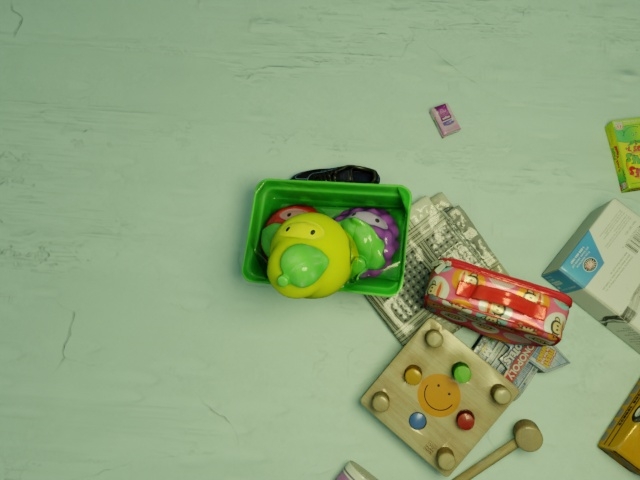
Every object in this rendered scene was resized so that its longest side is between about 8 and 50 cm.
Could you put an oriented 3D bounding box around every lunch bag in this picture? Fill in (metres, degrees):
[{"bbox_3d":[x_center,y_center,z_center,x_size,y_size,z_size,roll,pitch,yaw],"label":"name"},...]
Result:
[{"bbox_3d":[0.366,0.133,1.208,0.293,0.258,0.120,18,80,13],"label":"lunch bag"}]

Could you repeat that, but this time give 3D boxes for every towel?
[{"bbox_3d":[0.265,0.075,1.380,0.324,0.056,0.312,-35,79,-7],"label":"towel"}]

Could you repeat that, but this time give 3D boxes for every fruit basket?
[{"bbox_3d":[0.000,0.000,1.214,0.391,0.392,0.283,8,78,2],"label":"fruit basket"}]

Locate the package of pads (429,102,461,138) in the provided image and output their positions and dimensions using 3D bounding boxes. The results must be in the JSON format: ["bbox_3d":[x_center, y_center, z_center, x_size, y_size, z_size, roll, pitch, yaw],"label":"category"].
[{"bbox_3d":[0.323,-0.311,1.475,0.050,0.032,0.083,-22,78,-7],"label":"package of pads"}]

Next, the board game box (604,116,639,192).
[{"bbox_3d":[0.795,-0.218,1.442,0.092,0.043,0.181,-8,78,-1],"label":"board game box"}]

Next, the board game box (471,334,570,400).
[{"bbox_3d":[0.466,0.269,1.332,0.194,0.060,0.194,36,80,9],"label":"board game box"}]

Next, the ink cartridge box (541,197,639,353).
[{"bbox_3d":[0.724,0.090,1.332,0.307,0.129,0.223,40,81,9],"label":"ink cartridge box"}]

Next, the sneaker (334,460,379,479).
[{"bbox_3d":[0.133,0.635,1.244,0.282,0.102,0.161,34,83,18],"label":"sneaker"}]

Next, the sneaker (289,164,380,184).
[{"bbox_3d":[0.032,-0.151,1.414,0.232,0.090,0.081,-4,78,0],"label":"sneaker"}]

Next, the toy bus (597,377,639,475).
[{"bbox_3d":[0.772,0.360,1.271,0.108,0.130,0.333,37,81,9],"label":"toy bus"}]

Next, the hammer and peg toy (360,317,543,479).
[{"bbox_3d":[0.298,0.382,1.251,0.361,0.127,0.266,41,91,8],"label":"hammer and peg toy"}]
